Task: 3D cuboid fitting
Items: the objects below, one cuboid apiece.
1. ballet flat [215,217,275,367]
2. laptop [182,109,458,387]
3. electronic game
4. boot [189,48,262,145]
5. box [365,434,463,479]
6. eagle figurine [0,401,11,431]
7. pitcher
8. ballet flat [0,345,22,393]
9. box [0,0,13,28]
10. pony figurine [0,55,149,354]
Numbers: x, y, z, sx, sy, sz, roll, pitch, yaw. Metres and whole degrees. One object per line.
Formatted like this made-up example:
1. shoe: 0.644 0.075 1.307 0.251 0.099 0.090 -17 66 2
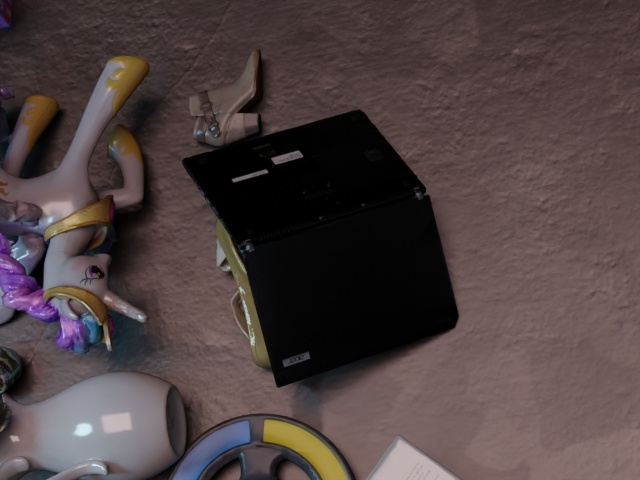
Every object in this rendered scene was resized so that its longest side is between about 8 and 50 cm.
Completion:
1. ballet flat: -0.084 0.039 1.859 0.073 0.080 0.232 -32 66 31
2. laptop: 0.000 0.000 1.841 0.234 0.137 0.264 -17 45 -20
3. electronic game: -0.068 0.305 1.789 0.229 0.048 0.229 -2 74 8
4. boot: -0.114 -0.171 1.939 0.087 0.042 0.118 -2 73 11
5. box: 0.132 0.299 1.714 0.170 0.130 0.091 34 83 17
6. eagle figurine: -0.500 0.267 1.775 0.225 0.226 0.298 26 108 -7
7. pitcher: -0.262 0.228 1.787 0.207 0.125 0.178 -7 34 10
8. ballet flat: -0.442 0.163 1.878 0.188 0.070 0.070 -13 72 7
9. box: -0.547 -0.312 1.969 0.293 0.201 0.057 -3 73 9
10. pony figurine: -0.360 -0.038 1.847 0.350 0.303 0.364 1 59 1
